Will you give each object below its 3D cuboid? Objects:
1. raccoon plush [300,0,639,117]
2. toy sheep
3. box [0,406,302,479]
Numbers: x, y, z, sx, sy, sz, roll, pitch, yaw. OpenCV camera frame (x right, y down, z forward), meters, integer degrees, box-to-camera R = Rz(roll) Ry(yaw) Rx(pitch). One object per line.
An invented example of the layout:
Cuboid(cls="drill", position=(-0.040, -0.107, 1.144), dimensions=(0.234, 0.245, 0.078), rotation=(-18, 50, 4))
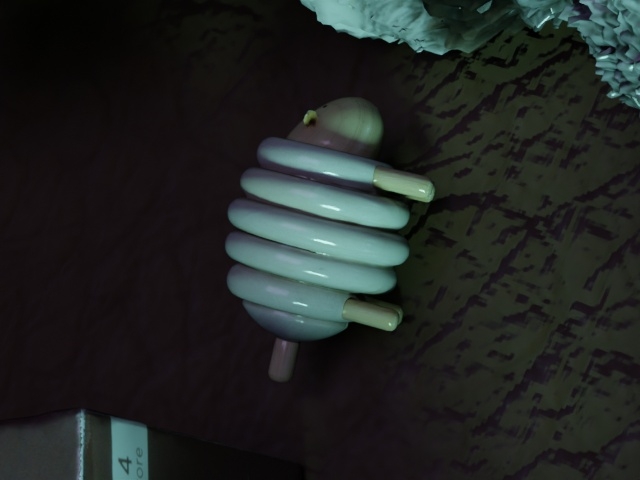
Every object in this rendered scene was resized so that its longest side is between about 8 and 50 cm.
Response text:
Cuboid(cls="raccoon plush", position=(0.185, -0.024, 0.604), dimensions=(0.446, 0.216, 0.299), rotation=(-9, 85, 58))
Cuboid(cls="toy sheep", position=(0.000, 0.000, 0.713), dimensions=(0.091, 0.091, 0.132), rotation=(14, 89, 32))
Cuboid(cls="box", position=(-0.131, 0.177, 0.686), dimensions=(0.203, 0.167, 0.168), rotation=(-11, 70, 27))
